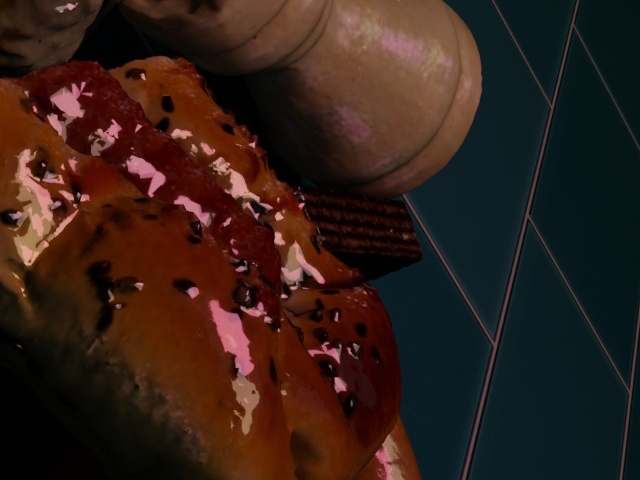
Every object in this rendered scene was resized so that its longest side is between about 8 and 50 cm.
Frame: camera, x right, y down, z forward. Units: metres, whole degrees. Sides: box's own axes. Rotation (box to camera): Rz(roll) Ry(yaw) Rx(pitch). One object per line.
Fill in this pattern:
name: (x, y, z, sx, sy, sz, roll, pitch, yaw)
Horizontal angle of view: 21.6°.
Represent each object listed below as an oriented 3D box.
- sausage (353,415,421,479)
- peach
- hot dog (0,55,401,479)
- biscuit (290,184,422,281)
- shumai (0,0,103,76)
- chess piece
sausage: (0.045, 0.245, 1.546, 0.109, 0.109, 0.270, 22, 51, -57)
peach: (-0.156, 0.187, 1.207, 0.101, 0.100, 0.101, 44, 35, -41)
hot dog: (-0.103, 0.040, 1.188, 0.365, 0.196, 0.367, 52, 24, 9)
biscuit: (0.000, 0.000, 1.638, 0.252, 0.106, 0.070, 8, 62, -62)
shumai: (-0.218, -0.313, 1.280, 0.309, 0.263, 0.304, 33, 44, -50)
chess piece: (-0.025, -0.207, 1.571, 0.442, 0.234, 0.234, 32, 43, -60)
